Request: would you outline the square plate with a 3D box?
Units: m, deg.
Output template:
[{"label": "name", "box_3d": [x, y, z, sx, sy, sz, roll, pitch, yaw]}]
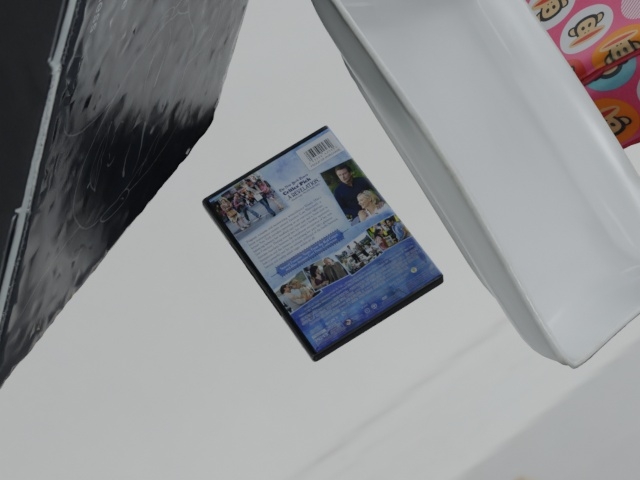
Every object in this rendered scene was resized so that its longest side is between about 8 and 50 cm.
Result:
[{"label": "square plate", "box_3d": [0.141, -0.079, 1.388, 0.049, 0.347, 0.344, -34, -6, 27]}]

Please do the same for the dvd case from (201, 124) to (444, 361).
[{"label": "dvd case", "box_3d": [0.000, 0.000, 2.085, 0.180, 0.253, 0.022, -32, -27, -10]}]

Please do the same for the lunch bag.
[{"label": "lunch bag", "box_3d": [0.285, -0.216, 1.802, 0.293, 0.120, 0.258, -27, 42, 28]}]

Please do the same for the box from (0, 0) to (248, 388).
[{"label": "box", "box_3d": [-0.230, -0.229, 1.345, 0.472, 0.297, 0.480, -55, -12, -55]}]
